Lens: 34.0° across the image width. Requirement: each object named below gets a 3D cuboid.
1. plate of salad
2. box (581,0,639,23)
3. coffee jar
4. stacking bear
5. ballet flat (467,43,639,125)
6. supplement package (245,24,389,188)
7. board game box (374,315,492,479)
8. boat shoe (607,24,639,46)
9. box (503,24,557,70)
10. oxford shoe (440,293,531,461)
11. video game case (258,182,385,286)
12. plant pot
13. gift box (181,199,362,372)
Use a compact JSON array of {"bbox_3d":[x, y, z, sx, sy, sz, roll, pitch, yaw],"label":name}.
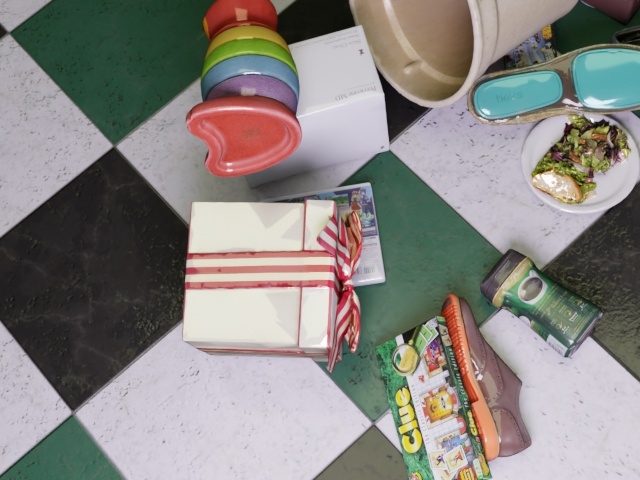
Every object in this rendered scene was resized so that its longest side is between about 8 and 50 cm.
[{"bbox_3d":[0.444,-0.141,1.785,0.200,0.048,0.199,-3,66,7],"label":"plate of salad"},{"bbox_3d":[0.531,-0.533,1.855,0.168,0.203,0.167,35,75,19],"label":"box"},{"bbox_3d":[0.351,0.098,1.679,0.184,0.079,0.096,38,80,19],"label":"coffee jar"},{"bbox_3d":[-0.118,-0.271,1.634,0.164,0.175,0.289,-9,59,6],"label":"stacking bear"},{"bbox_3d":[0.427,-0.267,1.803,0.349,0.123,0.123,-8,66,10],"label":"ballet flat"},{"bbox_3d":[-0.028,-0.224,1.794,0.262,0.204,0.145,-16,67,0],"label":"supplement package"},{"bbox_3d":[0.170,0.262,1.620,0.136,0.030,0.259,-34,59,37],"label":"board game box"},{"bbox_3d":[0.628,-0.351,1.833,0.255,0.079,0.095,-4,59,4],"label":"boat shoe"},{"bbox_3d":[0.377,-0.350,1.893,0.094,0.027,0.137,-5,67,6],"label":"box"},{"bbox_3d":[0.256,0.211,1.649,0.098,0.097,0.271,-6,69,-17],"label":"oxford shoe"},{"bbox_3d":[0.000,0.000,1.795,0.201,0.023,0.183,-9,67,4],"label":"video game case"},{"bbox_3d":[0.263,-0.435,1.763,0.305,0.333,0.334,-27,65,-25],"label":"plant pot"},{"bbox_3d":[-0.066,0.075,1.623,0.258,0.276,0.255,1,83,5],"label":"gift box"}]
